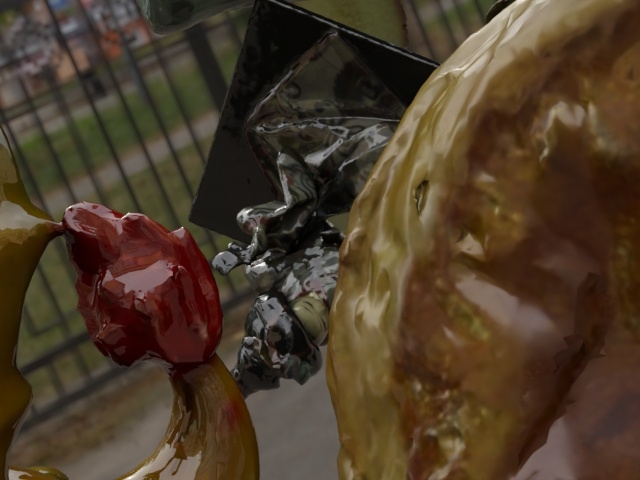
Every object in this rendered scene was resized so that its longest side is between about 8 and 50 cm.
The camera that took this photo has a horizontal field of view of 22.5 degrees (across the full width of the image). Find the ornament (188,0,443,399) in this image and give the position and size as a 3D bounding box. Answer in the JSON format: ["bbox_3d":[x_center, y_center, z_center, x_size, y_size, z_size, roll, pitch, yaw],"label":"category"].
[{"bbox_3d":[0.000,0.000,0.834,0.166,0.153,0.196,21,32,3],"label":"ornament"}]

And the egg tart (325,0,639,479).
[{"bbox_3d":[0.217,0.062,0.707,0.443,0.443,0.178,-18,-9,20],"label":"egg tart"}]

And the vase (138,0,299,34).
[{"bbox_3d":[0.004,-0.171,0.906,0.219,0.096,0.096,-12,9,-11],"label":"vase"}]

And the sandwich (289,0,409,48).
[{"bbox_3d":[-0.007,-0.245,1.191,0.094,0.258,0.096,-21,42,-3],"label":"sandwich"}]

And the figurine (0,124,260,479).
[{"bbox_3d":[-0.156,0.142,0.558,0.268,0.401,0.387,-25,-6,20],"label":"figurine"}]
